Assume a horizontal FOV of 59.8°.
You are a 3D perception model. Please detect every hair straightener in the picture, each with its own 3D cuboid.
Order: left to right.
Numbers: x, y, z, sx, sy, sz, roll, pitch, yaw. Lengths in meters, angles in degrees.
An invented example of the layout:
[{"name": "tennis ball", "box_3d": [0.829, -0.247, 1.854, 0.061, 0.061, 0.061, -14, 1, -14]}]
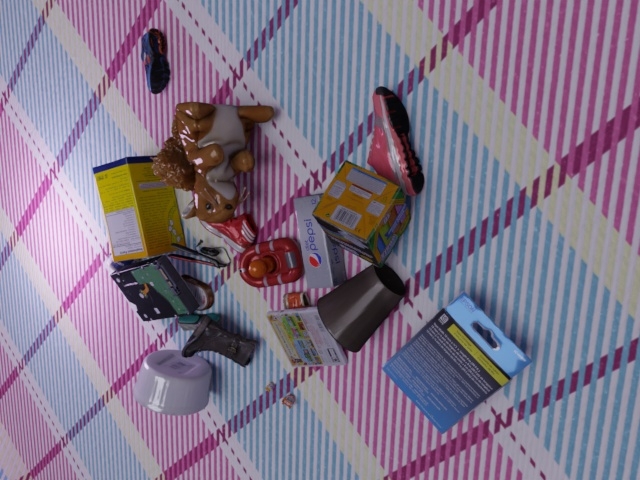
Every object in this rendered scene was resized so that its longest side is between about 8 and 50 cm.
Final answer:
[{"name": "hair straightener", "box_3d": [-0.424, 0.042, 1.969, 0.231, 0.047, 0.088, 14, 98, 9]}]

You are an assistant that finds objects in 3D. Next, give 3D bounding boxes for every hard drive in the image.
[{"name": "hard drive", "box_3d": [-0.621, 0.184, 2.076, 0.339, 0.064, 0.236, -14, 114, 43]}]

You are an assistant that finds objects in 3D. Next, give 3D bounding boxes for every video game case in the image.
[{"name": "video game case", "box_3d": [-0.044, 0.312, 1.782, 0.207, 0.026, 0.226, -10, 118, 28]}]

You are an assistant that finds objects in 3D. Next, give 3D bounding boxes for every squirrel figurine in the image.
[{"name": "squirrel figurine", "box_3d": [-0.362, -0.246, 1.792, 0.397, 0.281, 0.369, 11, 105, 46]}]

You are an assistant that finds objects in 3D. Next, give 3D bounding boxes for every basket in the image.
[{"name": "basket", "box_3d": [0.128, 0.182, 1.635, 0.227, 0.154, 0.204, -45, 61, 26]}]

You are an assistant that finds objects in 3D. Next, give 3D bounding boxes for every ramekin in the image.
[{"name": "ramekin", "box_3d": [-0.534, 0.510, 2.040, 0.277, 0.277, 0.135, 19, 101, 27]}]

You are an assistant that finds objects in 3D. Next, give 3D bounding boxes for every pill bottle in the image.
[{"name": "pill bottle", "box_3d": [-0.758, 0.044, 2.182, 0.169, 0.094, 0.094, -43, 77, 30]}]

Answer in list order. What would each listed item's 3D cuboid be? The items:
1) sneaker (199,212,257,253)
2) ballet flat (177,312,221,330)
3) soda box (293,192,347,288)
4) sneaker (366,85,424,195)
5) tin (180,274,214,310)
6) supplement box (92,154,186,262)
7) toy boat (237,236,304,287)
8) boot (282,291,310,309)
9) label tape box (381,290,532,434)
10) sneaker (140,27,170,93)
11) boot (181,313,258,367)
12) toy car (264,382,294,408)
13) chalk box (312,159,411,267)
[{"name": "sneaker", "box_3d": [-0.305, -0.065, 1.902, 0.221, 0.087, 0.128, 35, 108, 8]}, {"name": "ballet flat", "box_3d": [-0.439, 0.309, 2.067, 0.213, 0.072, 0.068, -3, 126, 33]}, {"name": "soda box", "box_3d": [0.000, 0.000, 1.708, 0.098, 0.091, 0.286, -6, 97, 33]}, {"name": "sneaker", "box_3d": [0.176, -0.263, 1.533, 0.136, 0.116, 0.313, -14, 93, 34]}, {"name": "tin", "box_3d": [-0.479, 0.196, 2.077, 0.190, 0.040, 0.106, 19, 114, 27]}, {"name": "supplement box", "box_3d": [-0.657, -0.116, 2.028, 0.194, 0.195, 0.356, -8, 95, 32]}, {"name": "toy boat", "box_3d": [-0.177, 0.081, 1.798, 0.231, 0.151, 0.150, -13, 92, 33]}, {"name": "boot", "box_3d": [-0.065, 0.244, 1.820, 0.085, 0.059, 0.157, -14, 91, 28]}, {"name": "label tape box", "box_3d": [0.375, 0.327, 1.534, 0.249, 0.115, 0.347, 47, 117, 15]}, {"name": "sneaker", "box_3d": [-0.588, -0.627, 1.962, 0.087, 0.083, 0.221, 6, 98, 44]}, {"name": "boot", "box_3d": [-0.359, 0.390, 1.984, 0.229, 0.091, 0.263, 31, 132, -7]}, {"name": "toy car", "box_3d": [-0.140, 0.531, 1.926, 0.122, 0.060, 0.040, 33, 83, 15]}, {"name": "chalk box", "box_3d": [0.126, -0.056, 1.541, 0.180, 0.289, 0.179, 28, 81, 22]}]
